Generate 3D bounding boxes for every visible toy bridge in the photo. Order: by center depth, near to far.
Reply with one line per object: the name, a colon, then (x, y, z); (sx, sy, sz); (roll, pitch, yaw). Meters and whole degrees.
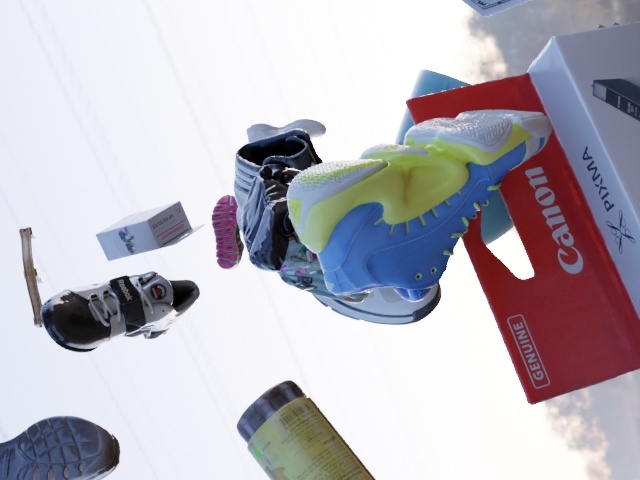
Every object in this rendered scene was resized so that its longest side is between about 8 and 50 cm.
toy bridge: (-0.514, 0.065, 1.759); (0.063, 0.026, 0.188); (107, 151, -74)

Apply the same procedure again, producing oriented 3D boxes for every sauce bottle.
sauce bottle: (0.028, 0.337, 1.250); (0.344, 0.111, 0.111); (49, -175, 24)

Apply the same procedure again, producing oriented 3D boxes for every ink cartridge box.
ink cartridge box: (0.247, -0.037, 0.842); (0.066, 0.261, 0.296); (119, 135, -64)
ink cartridge box: (-0.319, -0.021, 1.847); (0.104, 0.181, 0.061); (-39, -68, -51)

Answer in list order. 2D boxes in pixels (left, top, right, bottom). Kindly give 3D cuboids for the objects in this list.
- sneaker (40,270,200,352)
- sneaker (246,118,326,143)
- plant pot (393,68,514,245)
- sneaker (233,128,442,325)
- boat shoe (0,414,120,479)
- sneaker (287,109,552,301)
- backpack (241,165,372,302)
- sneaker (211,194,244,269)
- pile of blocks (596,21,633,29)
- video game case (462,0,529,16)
sneaker: (-0.343, 0.107, 1.737); (0.330, 0.146, 0.122); (-7, -114, -60)
sneaker: (-0.063, -0.190, 1.856); (0.053, 0.152, 0.061); (78, -175, -63)
plant pot: (0.255, -0.129, 1.711); (0.235, 0.293, 0.293); (-65, -17, 5)
sneaker: (0.009, -0.030, 1.713); (0.169, 0.447, 0.257); (-49, -27, -23)
boat shoe: (-0.466, 0.391, 1.700); (0.130, 0.355, 0.132); (34, -132, -46)
sneaker: (0.089, -0.026, 0.804); (0.091, 0.240, 0.126); (-153, 47, -65)
backpack: (0.000, 0.000, 1.192); (0.115, 0.182, 0.152); (-60, 27, 30)
sneaker: (-0.197, -0.012, 2.118); (0.075, 0.063, 0.170); (72, -167, -72)
pile of blocks: (0.498, -0.207, 1.603); (0.112, 0.149, 0.362); (-51, -41, -37)
video game case: (0.208, -0.364, 1.218); (0.206, 0.227, 0.026); (27, -106, -27)
